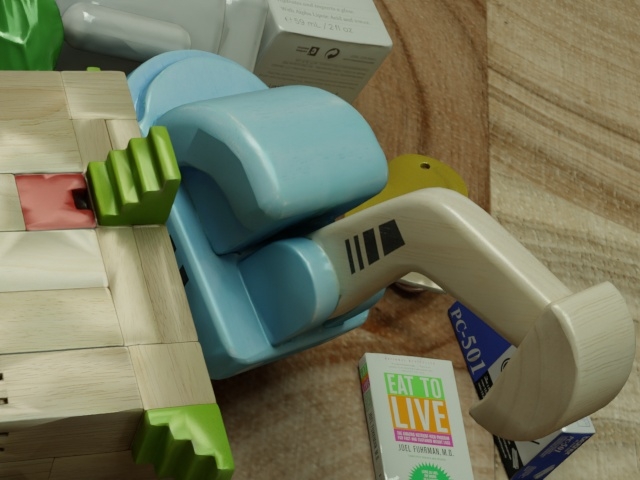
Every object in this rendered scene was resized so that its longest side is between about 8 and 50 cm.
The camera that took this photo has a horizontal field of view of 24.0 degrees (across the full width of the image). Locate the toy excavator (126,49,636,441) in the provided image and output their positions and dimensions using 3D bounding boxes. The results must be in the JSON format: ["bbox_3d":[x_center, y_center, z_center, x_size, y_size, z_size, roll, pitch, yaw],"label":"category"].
[{"bbox_3d":[0.000,0.000,1.255,0.222,0.445,0.433,-16,79,-43],"label":"toy excavator"}]

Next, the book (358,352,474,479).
[{"bbox_3d":[0.091,0.180,1.462,0.096,0.035,0.144,10,49,-23],"label":"book"}]

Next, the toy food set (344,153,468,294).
[{"bbox_3d":[0.086,-0.002,1.605,0.128,0.071,0.218,10,41,5],"label":"toy food set"}]

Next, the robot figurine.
[{"bbox_3d":[-0.231,-0.226,1.473,0.353,0.199,0.300,8,11,-29],"label":"robot figurine"}]

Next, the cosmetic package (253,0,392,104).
[{"bbox_3d":[-0.044,-0.236,1.654,0.151,0.151,0.183,3,51,-35],"label":"cosmetic package"}]

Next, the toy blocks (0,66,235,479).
[{"bbox_3d":[-0.235,0.025,0.998,0.261,0.190,0.381,-3,53,-23],"label":"toy blocks"}]

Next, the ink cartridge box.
[{"bbox_3d":[0.201,0.131,1.532,0.046,0.097,0.207,6,50,-31],"label":"ink cartridge box"}]

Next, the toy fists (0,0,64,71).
[{"bbox_3d":[-0.357,-0.162,1.295,0.096,0.279,0.142,-69,146,-81],"label":"toy fists"}]
